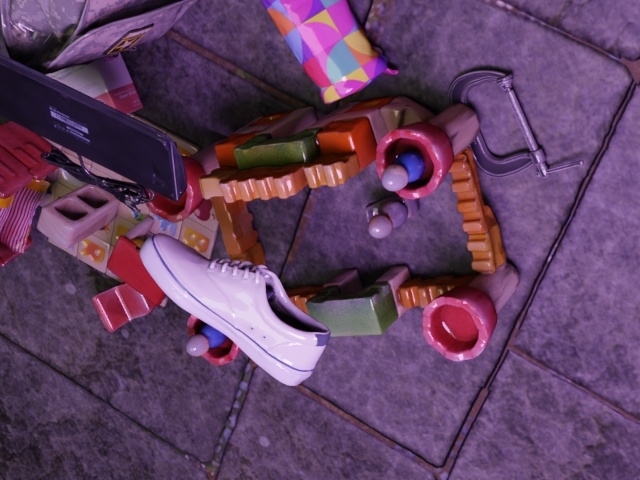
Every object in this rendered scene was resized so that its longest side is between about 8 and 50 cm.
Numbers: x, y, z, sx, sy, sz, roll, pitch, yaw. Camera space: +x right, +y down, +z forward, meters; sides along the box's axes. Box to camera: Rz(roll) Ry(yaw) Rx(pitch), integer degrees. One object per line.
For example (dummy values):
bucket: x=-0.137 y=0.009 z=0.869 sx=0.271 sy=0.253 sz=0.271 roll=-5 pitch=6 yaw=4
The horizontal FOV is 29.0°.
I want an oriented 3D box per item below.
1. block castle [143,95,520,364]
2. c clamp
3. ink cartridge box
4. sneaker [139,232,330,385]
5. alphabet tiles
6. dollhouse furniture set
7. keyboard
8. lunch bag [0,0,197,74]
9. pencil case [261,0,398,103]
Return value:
block castle: x=0.000 y=0.000 z=1.578 sx=0.453 sy=0.213 sz=0.302 roll=-4 pitch=110 yaw=34
c clamp: x=0.230 y=-0.141 z=1.507 sx=0.137 sy=0.022 sz=0.160 roll=-24 pitch=99 yaw=43
ink cartridge box: x=-0.347 y=-0.256 z=1.754 sx=0.115 sy=0.067 sz=0.198 roll=-17 pitch=100 yaw=31
sneaker: x=-0.098 y=0.062 z=1.496 sx=0.258 sy=0.094 sz=0.091 roll=37 pitch=111 yaw=2
alphabet tiles: x=-0.300 y=-0.064 z=1.857 sx=0.343 sy=0.011 sz=0.285 roll=27 pitch=123 yaw=17
dollhouse furniture set: x=-0.397 y=0.012 z=1.847 sx=0.374 sy=0.152 sz=0.201 roll=36 pitch=126 yaw=11
keyboard: x=-0.304 y=-0.133 z=1.568 sx=0.317 sy=0.033 sz=0.201 roll=27 pitch=149 yaw=15
lunch bag: x=-0.268 y=-0.345 z=1.564 sx=0.169 sy=0.235 sz=0.287 roll=32 pitch=126 yaw=22
pencil case: x=-0.008 y=-0.281 z=1.534 sx=0.104 sy=0.104 sz=0.236 roll=-28 pitch=99 yaw=36
